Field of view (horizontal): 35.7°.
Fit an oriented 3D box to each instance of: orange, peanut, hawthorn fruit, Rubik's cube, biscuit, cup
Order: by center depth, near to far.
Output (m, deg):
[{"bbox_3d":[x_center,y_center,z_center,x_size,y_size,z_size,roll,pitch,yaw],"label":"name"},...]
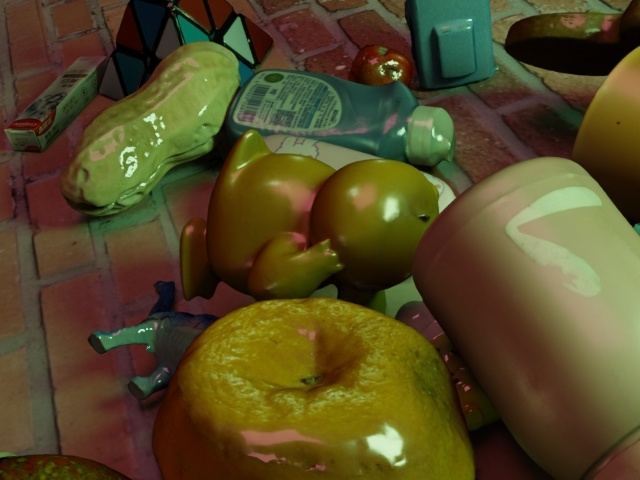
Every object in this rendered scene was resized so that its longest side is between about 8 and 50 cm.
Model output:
[{"bbox_3d":[0.002,0.164,0.747,0.248,0.183,0.249,1,28,-1],"label":"orange"},{"bbox_3d":[0.402,-0.075,0.989,0.226,0.182,0.264,-3,30,-46],"label":"cup"},{"bbox_3d":[0.416,-0.219,1.090,0.432,0.283,0.064,10,87,27],"label":"biscuit"},{"bbox_3d":[-0.207,-0.139,1.254,0.290,0.130,0.130,-43,45,-19],"label":"peanut"},{"bbox_3d":[0.083,-0.220,1.332,0.093,0.093,0.093,-8,36,6],"label":"hawthorn fruit"},{"bbox_3d":[-0.162,-0.315,1.469,0.234,0.250,0.284,-18,27,-39],"label":"Rubik's cube"}]

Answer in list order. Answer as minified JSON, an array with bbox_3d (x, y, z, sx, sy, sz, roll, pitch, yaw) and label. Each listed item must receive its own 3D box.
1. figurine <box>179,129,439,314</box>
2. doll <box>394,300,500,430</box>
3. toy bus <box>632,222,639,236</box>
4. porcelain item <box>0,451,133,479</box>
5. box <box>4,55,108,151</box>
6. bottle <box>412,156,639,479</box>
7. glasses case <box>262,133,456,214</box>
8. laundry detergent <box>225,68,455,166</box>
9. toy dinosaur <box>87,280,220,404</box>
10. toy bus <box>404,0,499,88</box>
[{"bbox_3d":[-0.007,-0.007,0.943,0.228,0.215,0.215,27,50,22],"label":"figurine"},{"bbox_3d":[0.119,0.106,0.895,0.106,0.062,0.162,-17,35,-13],"label":"doll"},{"bbox_3d":[0.363,0.067,0.805,0.147,0.128,0.256,-17,34,-24],"label":"toy bus"},{"bbox_3d":[-0.210,0.272,0.686,0.252,0.253,0.253,-8,36,6],"label":"porcelain item"},{"bbox_3d":[-0.387,-0.207,1.485,0.055,0.040,0.218,4,40,20],"label":"box"},{"bbox_3d":[0.219,0.081,0.750,0.206,0.173,0.297,-44,55,21],"label":"bottle"},{"bbox_3d":[0.017,-0.044,1.103,0.296,0.075,0.113,19,67,34],"label":"glasses case"},{"bbox_3d":[0.033,-0.141,1.232,0.289,0.094,0.143,10,47,23],"label":"laundry detergent"},{"bbox_3d":[-0.124,0.111,0.955,0.144,0.076,0.329,-25,27,-33],"label":"toy dinosaur"},{"bbox_3d":[0.166,-0.316,1.308,0.116,0.234,0.134,-10,44,4],"label":"toy bus"}]
